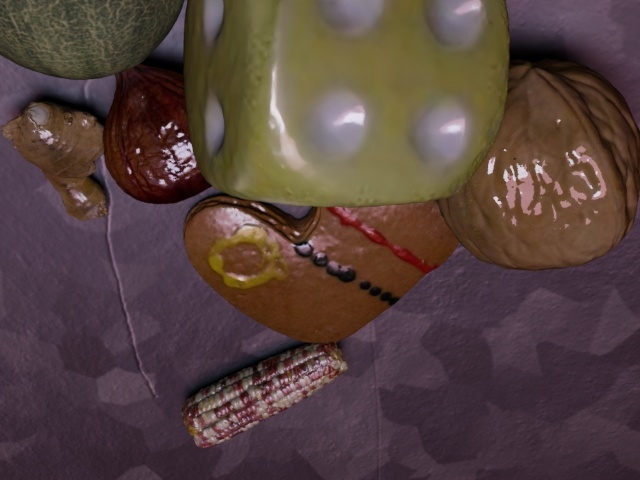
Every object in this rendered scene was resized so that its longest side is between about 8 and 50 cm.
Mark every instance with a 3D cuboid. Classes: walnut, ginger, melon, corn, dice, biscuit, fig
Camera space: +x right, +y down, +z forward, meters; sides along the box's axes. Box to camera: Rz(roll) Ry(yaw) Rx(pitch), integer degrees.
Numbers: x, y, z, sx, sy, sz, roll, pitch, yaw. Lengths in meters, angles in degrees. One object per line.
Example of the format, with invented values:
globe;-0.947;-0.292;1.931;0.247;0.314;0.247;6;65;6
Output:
walnut;0.224;-0.080;0.989;0.227;0.228;0.228;-2;125;-3
ginger;-0.265;-0.091;1.031;0.096;0.067;0.165;-19;137;9
melon;-0.220;-0.279;0.795;0.237;0.237;0.302;-7;127;0
corn;-0.073;0.197;1.240;0.237;0.079;0.079;-26;123;11
dice;0.016;-0.157;0.858;0.238;0.227;0.233;-5;104;-23
biscuit;0.000;0.001;1.119;0.277;0.052;0.262;-38;119;21
fig;-0.169;-0.143;0.970;0.146;0.134;0.201;-25;113;-8
